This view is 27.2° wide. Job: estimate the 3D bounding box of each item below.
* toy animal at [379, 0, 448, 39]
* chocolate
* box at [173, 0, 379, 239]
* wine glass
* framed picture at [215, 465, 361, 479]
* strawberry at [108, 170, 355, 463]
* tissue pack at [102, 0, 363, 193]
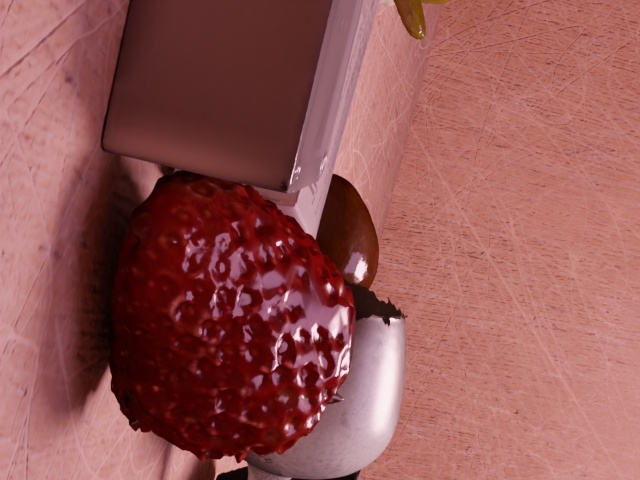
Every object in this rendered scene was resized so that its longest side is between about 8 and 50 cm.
[{"bbox_3d":[0.147,-0.391,1.818,0.181,0.180,0.363,-40,167,3],"label":"toy animal"},{"bbox_3d":[0.000,0.000,1.583,0.177,0.177,0.176,14,90,-83],"label":"chocolate"},{"bbox_3d":[-0.031,-0.148,1.180,0.203,0.116,0.274,68,37,-79],"label":"box"},{"bbox_3d":[-0.037,0.196,1.406,0.238,0.238,0.322,-43,150,-77],"label":"wine glass"},{"bbox_3d":[-0.077,0.366,1.569,0.013,0.244,0.323,55,33,-23],"label":"framed picture"},{"bbox_3d":[-0.083,0.043,1.001,0.244,0.205,0.205,65,37,-52],"label":"strawberry"},{"bbox_3d":[-0.046,-0.170,0.946,0.159,0.136,0.246,-36,140,-80],"label":"tissue pack"}]
